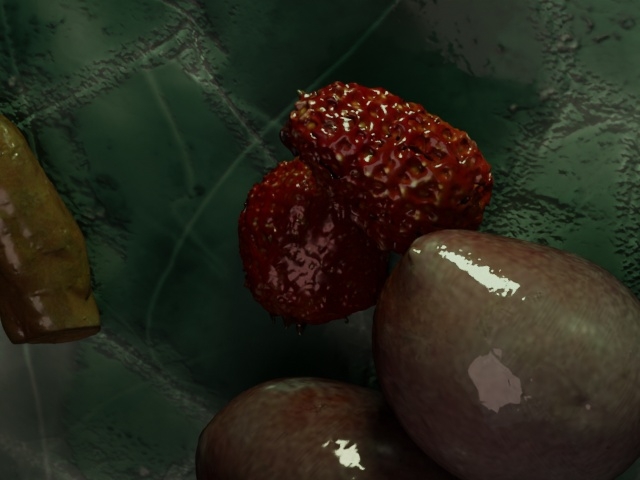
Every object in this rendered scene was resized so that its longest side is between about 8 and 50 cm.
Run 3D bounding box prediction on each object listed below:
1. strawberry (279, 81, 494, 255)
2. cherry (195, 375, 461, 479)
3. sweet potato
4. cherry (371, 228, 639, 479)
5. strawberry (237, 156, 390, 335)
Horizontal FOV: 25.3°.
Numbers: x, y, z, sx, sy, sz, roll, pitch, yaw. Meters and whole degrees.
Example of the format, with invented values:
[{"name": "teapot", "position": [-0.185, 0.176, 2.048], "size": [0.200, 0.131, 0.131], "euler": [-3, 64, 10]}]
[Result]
[{"name": "strawberry", "position": [0.057, -0.052, 1.151], "size": [0.188, 0.082, 0.121], "euler": [27, 101, -26]}, {"name": "cherry", "position": [0.027, 0.232, 1.259], "size": [0.285, 0.213, 0.236], "euler": [37, 149, 11]}, {"name": "sweet potato", "position": [-0.262, -0.004, 1.278], "size": [0.097, 0.097, 0.252], "euler": [-6, 118, 16]}, {"name": "cherry", "position": [0.142, 0.100, 1.128], "size": [0.239, 0.239, 0.206], "euler": [16, 99, 4]}, {"name": "strawberry", "position": [0.000, 0.000, 1.234], "size": [0.146, 0.082, 0.187], "euler": [17, 116, -4]}]
